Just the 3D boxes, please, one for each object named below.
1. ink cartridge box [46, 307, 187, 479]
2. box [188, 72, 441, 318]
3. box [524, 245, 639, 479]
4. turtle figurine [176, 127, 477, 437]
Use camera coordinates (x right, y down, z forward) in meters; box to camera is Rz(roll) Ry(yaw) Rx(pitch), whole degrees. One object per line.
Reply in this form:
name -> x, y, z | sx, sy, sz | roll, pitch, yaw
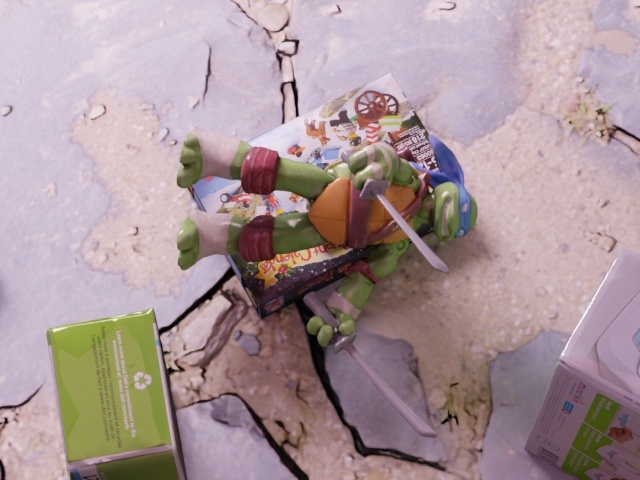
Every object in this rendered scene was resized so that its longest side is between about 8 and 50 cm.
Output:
ink cartridge box -> -0.163, 0.214, 1.414 | 0.097, 0.189, 0.255 | -11, 69, -6
box -> 0.006, -0.046, 1.596 | 0.233, 0.044, 0.159 | -27, 70, -10
box -> 0.312, 0.155, 1.391 | 0.231, 0.262, 0.126 | 28, 70, 13
turtle figurine -> 0.000, 0.000, 1.449 | 0.266, 0.198, 0.274 | 8, 65, 7
